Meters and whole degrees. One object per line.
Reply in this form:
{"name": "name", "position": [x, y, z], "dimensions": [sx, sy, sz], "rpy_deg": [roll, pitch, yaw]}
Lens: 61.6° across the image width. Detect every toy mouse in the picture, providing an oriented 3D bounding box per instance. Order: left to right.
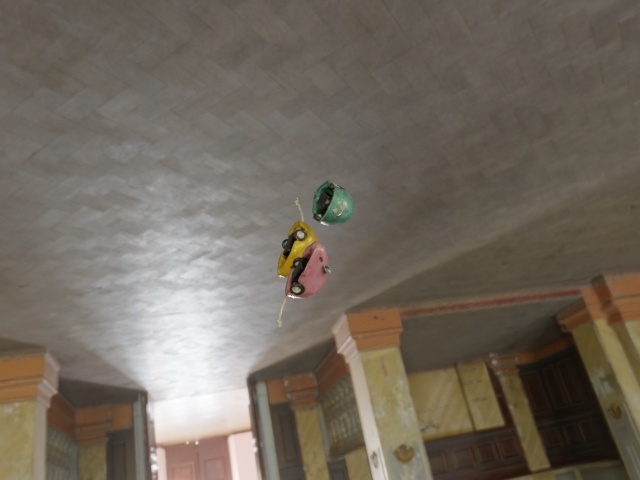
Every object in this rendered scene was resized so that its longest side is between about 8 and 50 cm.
{"name": "toy mouse", "position": [0.000, 0.000, 0.499], "dimensions": [0.031, 0.161, 0.143], "rpy_deg": [25, 148, -17]}
